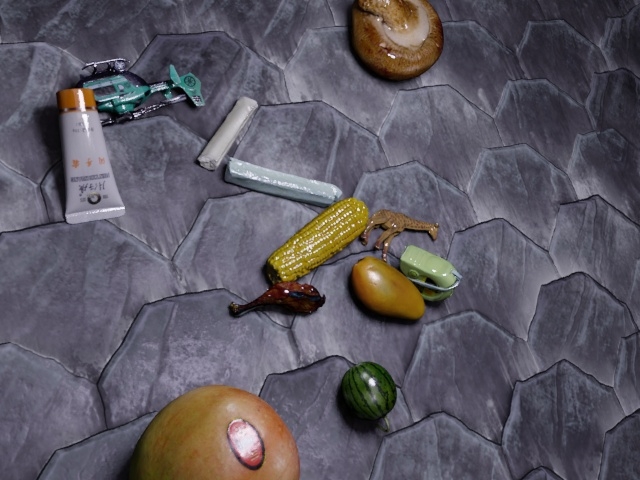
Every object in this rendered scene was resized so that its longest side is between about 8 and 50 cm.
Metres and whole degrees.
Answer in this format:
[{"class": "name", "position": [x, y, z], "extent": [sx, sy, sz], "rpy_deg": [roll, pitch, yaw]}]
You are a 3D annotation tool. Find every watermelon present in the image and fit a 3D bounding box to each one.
[{"class": "watermelon", "position": [0.134, 0.399, 1.647], "extent": [0.140, 0.140, 0.187], "rpy_deg": [-31, 86, -32]}]

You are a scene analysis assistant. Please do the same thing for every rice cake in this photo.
[{"class": "rice cake", "position": [-0.253, -0.296, 1.780], "extent": [0.057, 0.052, 0.256], "rpy_deg": [32, 60, -8]}, {"class": "rice cake", "position": [-0.100, -0.155, 1.791], "extent": [0.336, 0.066, 0.063], "rpy_deg": [15, 64, -21]}]

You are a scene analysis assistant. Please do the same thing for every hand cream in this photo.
[{"class": "hand cream", "position": [-0.569, -0.200, 1.553], "extent": [0.139, 0.089, 0.315], "rpy_deg": [-14, 101, -28]}]

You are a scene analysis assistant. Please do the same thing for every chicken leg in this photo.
[{"class": "chicken leg", "position": [-0.103, 0.152, 1.654], "extent": [0.253, 0.106, 0.051], "rpy_deg": [-1, 43, -21]}]

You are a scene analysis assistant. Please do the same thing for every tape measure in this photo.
[{"class": "tape measure", "position": [0.312, 0.102, 1.840], "extent": [0.177, 0.154, 0.087], "rpy_deg": [25, 53, 20]}]

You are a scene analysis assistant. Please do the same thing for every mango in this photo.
[{"class": "mango", "position": [0.187, 0.145, 1.789], "extent": [0.253, 0.113, 0.139], "rpy_deg": [35, 55, -18]}]

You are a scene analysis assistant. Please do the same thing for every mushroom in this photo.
[{"class": "mushroom", "position": [0.244, -0.675, 2.091], "extent": [0.344, 0.239, 0.346], "rpy_deg": [-1, 92, -25]}]

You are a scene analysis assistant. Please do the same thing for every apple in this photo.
[{"class": "apple", "position": [-0.222, 0.472, 1.331], "extent": [0.305, 0.338, 0.339], "rpy_deg": [-34, 88, -36]}]

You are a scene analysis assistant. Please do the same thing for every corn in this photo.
[{"class": "corn", "position": [0.000, 0.000, 1.753], "extent": [0.363, 0.120, 0.120], "rpy_deg": [-39, 90, -29]}]

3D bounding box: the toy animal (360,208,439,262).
[{"class": "toy animal", "position": [0.233, -0.033, 1.915], "extent": [0.275, 0.054, 0.149], "rpy_deg": [-22, 84, -32]}]

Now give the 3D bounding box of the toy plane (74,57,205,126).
[{"class": "toy plane", "position": [-0.487, -0.383, 1.678], "extent": [0.381, 0.106, 0.155], "rpy_deg": [-22, 87, -32]}]
